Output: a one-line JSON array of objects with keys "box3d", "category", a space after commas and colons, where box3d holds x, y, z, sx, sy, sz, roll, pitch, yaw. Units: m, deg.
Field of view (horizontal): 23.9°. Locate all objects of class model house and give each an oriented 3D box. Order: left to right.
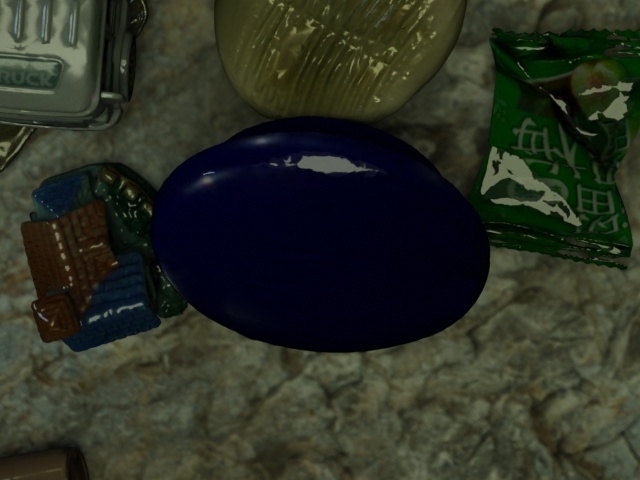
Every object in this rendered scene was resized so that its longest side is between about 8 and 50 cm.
[{"box3d": [-0.181, 0.024, 1.213, 0.119, 0.149, 0.148, -13, 106, 6], "category": "model house"}]

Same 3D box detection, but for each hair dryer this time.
[{"box3d": [-0.249, 0.272, 1.332, 0.117, 0.064, 0.182, -12, 109, 7], "category": "hair dryer"}]

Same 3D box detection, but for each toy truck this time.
[{"box3d": [-0.202, -0.265, 1.111, 0.146, 0.175, 0.367, 4, 95, 0], "category": "toy truck"}]

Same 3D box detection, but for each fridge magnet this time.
[{"box3d": [0.000, 0.000, 1.174, 0.265, 0.113, 0.265, 6, 145, 4], "category": "fridge magnet"}]

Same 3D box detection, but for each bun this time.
[{"box3d": [0.014, -0.179, 1.162, 0.178, 0.128, 0.193, 31, 116, -5], "category": "bun"}]

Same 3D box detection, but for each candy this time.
[{"box3d": [0.194, -0.076, 1.204, 0.141, 0.078, 0.203, 13, 117, 11], "category": "candy"}]

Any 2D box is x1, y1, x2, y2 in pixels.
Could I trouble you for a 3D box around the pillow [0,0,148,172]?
[{"box3d": [-0.246, -0.155, 1.227, 0.217, 0.033, 0.130, -40, 94, 11], "category": "pillow"}]
